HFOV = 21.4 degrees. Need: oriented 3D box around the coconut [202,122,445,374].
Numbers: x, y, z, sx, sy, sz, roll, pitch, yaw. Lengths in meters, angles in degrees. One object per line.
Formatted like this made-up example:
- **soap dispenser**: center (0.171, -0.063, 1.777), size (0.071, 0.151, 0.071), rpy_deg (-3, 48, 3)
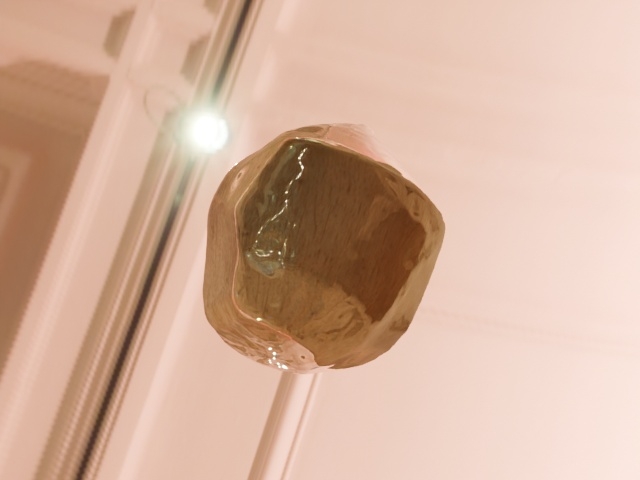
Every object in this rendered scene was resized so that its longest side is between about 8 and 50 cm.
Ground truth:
- **coconut**: center (0.000, 0.000, 1.429), size (0.224, 0.224, 0.224), rpy_deg (1, -105, -6)
